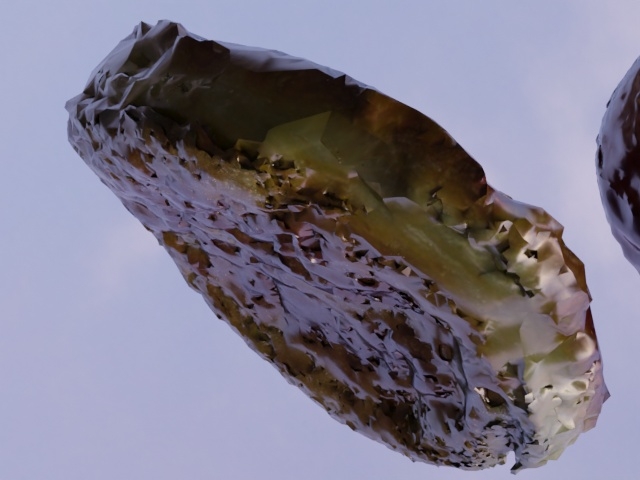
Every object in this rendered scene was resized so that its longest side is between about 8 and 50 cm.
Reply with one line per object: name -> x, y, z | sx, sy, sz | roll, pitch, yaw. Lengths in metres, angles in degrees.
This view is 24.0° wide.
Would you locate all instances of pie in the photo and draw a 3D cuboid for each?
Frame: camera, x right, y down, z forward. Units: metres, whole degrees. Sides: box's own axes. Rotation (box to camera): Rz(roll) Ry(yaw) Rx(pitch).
pie -> 0.000, 0.000, 0.802 | 0.103, 0.288, 0.355 | -51, -150, -16

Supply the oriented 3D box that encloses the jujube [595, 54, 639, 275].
jujube -> 0.288, -0.014, 0.804 | 0.290, 0.197, 0.197 | 32, -103, 22
